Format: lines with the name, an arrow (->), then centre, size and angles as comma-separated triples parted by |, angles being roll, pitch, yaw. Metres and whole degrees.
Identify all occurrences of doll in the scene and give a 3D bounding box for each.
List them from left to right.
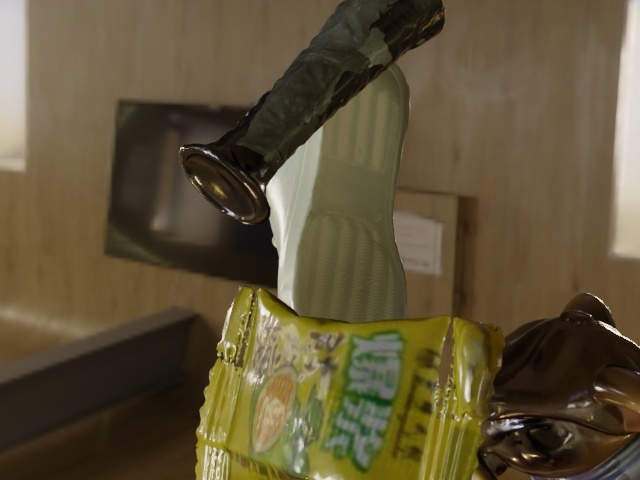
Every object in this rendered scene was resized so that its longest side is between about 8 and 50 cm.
doll -> 0.238, 0.225, 1.095 | 0.209, 0.340, 0.318 | -16, -146, 11

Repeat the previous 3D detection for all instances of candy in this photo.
candy -> 0.001, 0.130, 0.838 | 0.081, 0.187, 0.297 | 18, 170, -41

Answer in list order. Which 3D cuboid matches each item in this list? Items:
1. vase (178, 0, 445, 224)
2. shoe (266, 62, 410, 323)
vase -> -0.002, -0.083, 0.625 | 0.059, 0.059, 0.167 | 12, -127, 48
shoe -> 0.000, 0.000, 1.150 | 0.131, 0.363, 0.160 | 11, 166, -26
